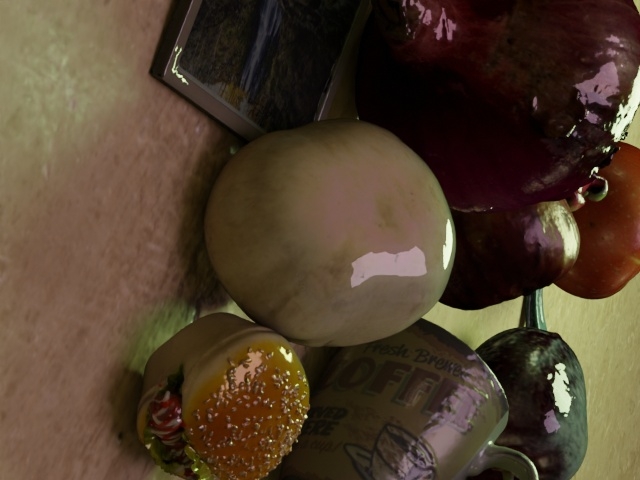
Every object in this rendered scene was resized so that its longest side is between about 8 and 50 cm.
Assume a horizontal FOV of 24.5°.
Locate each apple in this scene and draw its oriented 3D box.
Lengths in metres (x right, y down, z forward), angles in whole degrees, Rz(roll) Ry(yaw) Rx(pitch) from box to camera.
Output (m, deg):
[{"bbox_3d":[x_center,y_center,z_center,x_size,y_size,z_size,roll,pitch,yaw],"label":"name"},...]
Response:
[{"bbox_3d":[0.451,-0.037,2.377,0.260,0.216,0.260,-39,170,-8],"label":"apple"}]

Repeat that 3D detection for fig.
[{"bbox_3d":[0.218,-0.019,1.957,0.263,0.224,0.224,46,56,-34],"label":"fig"}]

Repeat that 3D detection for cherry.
[{"bbox_3d":[0.299,0.270,2.242,0.296,0.218,0.255,-63,145,-40],"label":"cherry"}]

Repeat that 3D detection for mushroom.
[{"bbox_3d":[0.000,0.000,1.526,0.260,0.234,0.254,38,59,-12],"label":"mushroom"}]

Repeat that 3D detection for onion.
[{"bbox_3d":[0.168,-0.208,1.648,0.385,0.347,0.348,22,81,-52],"label":"onion"}]

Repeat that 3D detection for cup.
[{"bbox_3d":[0.102,0.270,1.758,0.257,0.301,0.227,-53,166,-30],"label":"cup"}]

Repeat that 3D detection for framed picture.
[{"bbox_3d":[-0.048,-0.217,1.502,0.324,0.020,0.240,36,73,-62],"label":"framed picture"}]

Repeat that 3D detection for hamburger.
[{"bbox_3d":[-0.092,0.166,1.451,0.173,0.116,0.210,-35,142,-8],"label":"hamburger"}]

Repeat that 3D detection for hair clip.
[{"bbox_3d":[0.377,0.093,2.526,0.048,0.083,0.275,-10,102,-58],"label":"hair clip"}]

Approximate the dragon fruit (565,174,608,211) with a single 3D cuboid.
[{"bbox_3d":[0.305,-0.153,2.130,0.198,0.273,0.218,-28,151,0],"label":"dragon fruit"}]
